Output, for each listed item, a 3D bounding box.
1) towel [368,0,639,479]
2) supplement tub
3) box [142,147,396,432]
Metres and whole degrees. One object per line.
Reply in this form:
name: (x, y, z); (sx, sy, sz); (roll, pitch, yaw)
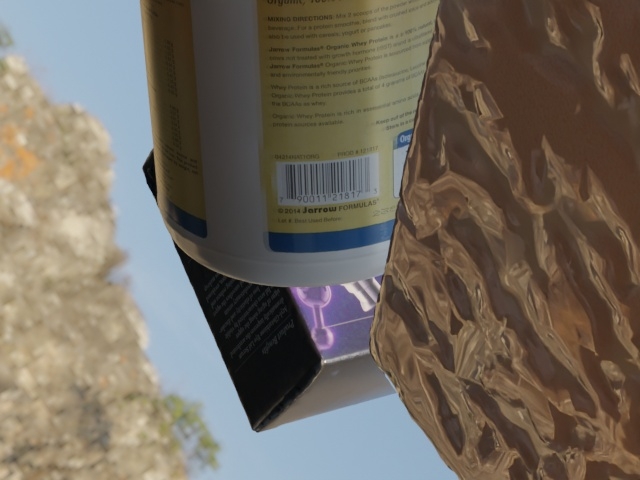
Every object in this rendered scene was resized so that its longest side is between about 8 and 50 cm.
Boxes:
towel: (0.129, 0.059, 0.430); (0.332, 0.053, 0.317); (56, -26, 31)
supplement tub: (-0.007, -0.096, 0.702); (0.144, 0.144, 0.200); (32, -47, 45)
box: (0.000, 0.000, 1.031); (0.108, 0.153, 0.207); (-48, -119, 49)
